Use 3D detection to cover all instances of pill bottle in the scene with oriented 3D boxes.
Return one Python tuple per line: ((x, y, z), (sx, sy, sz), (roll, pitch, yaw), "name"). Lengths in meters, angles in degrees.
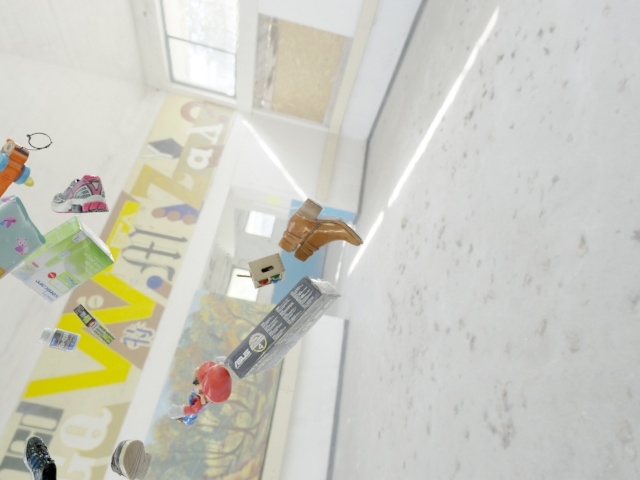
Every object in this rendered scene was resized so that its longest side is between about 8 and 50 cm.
((-1.081, 0.410, 1.817), (0.078, 0.137, 0.078), (-45, 32, 39), "pill bottle")

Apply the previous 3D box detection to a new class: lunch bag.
((-0.787, 0.028, 0.937), (0.223, 0.262, 0.160), (-80, -22, -59), "lunch bag")

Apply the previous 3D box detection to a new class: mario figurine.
((-0.424, 0.512, 1.534), (0.320, 0.170, 0.198), (-51, 32, 37), "mario figurine")

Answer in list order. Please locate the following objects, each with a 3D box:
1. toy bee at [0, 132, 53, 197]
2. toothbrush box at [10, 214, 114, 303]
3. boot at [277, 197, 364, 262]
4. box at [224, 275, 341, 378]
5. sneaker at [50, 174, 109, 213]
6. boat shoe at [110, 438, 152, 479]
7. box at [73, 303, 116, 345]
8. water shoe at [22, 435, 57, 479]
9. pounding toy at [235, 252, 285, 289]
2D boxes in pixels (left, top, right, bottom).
((-1.028, -0.259, 1.467), (0.162, 0.298, 0.195), (44, 160, 36), "toy bee")
((-0.989, 0.073, 1.687), (0.122, 0.283, 0.206), (46, 165, 43), "toothbrush box")
((0.000, 0.000, 1.650), (0.220, 0.283, 0.109), (-56, 15, 10), "boot")
((-0.115, 0.303, 1.550), (0.395, 0.097, 0.318), (-47, -15, 4), "box")
((-0.752, -0.142, 1.380), (0.120, 0.299, 0.112), (-8, -83, -50), "sneaker")
((-0.579, 0.656, 1.312), (0.285, 0.092, 0.103), (102, 178, -57), "boat shoe")
((-0.808, 0.297, 1.564), (0.036, 0.114, 0.207), (-47, 32, -24), "box")
((-0.851, 0.689, 1.355), (0.080, 0.203, 0.073), (-38, -23, 13), "water shoe")
((-0.242, 0.150, 1.773), (0.206, 0.181, 0.094), (109, 141, -68), "pounding toy")
